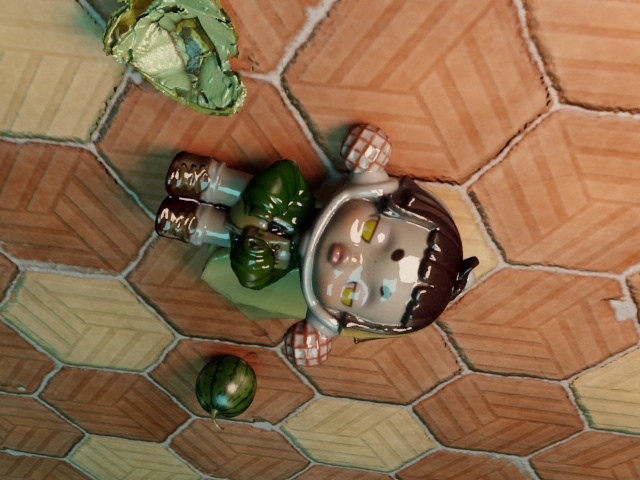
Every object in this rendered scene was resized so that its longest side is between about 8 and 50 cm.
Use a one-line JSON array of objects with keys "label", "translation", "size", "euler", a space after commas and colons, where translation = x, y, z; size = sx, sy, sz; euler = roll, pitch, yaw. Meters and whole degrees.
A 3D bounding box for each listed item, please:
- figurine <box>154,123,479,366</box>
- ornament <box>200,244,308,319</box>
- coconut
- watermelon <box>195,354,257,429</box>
[{"label": "figurine", "translation": [0.000, 0.000, 0.835], "size": [0.370, 0.167, 0.281], "euler": [17, 100, 5]}, {"label": "ornament", "translation": [-0.062, 0.062, 0.986], "size": [0.201, 0.059, 0.180], "euler": [18, 140, -12]}, {"label": "coconut", "translation": [-0.141, -0.198, 0.718], "size": [0.133, 0.055, 0.158], "euler": [4, 136, 8]}, {"label": "watermelon", "translation": [-0.150, 0.230, 1.143], "size": [0.109, 0.109, 0.109], "euler": [5, 137, 5]}]
